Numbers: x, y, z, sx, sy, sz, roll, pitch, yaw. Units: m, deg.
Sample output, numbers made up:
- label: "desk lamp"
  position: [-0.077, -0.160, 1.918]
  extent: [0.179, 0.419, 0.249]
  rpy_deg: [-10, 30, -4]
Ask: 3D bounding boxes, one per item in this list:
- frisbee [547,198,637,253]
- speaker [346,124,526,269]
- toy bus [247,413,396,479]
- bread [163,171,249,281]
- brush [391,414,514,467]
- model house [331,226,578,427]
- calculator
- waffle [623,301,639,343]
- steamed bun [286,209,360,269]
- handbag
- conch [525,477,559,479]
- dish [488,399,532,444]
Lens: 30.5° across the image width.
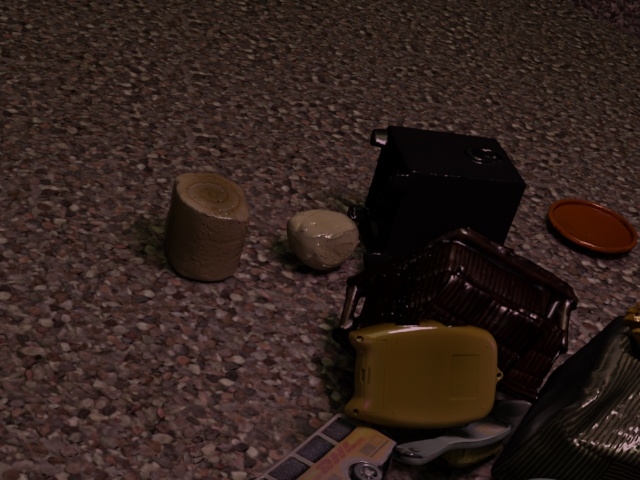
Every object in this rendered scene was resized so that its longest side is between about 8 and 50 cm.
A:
- label: "frisbee"
  position: [0.558, -0.023, 2.424]
  extent: [0.192, 0.035, 0.192]
  rpy_deg: [11, 31, -7]
- label: "speaker"
  position: [0.206, -0.066, 2.146]
  extent: [0.254, 0.232, 0.184]
  rpy_deg: [6, 32, -18]
- label: "toy bus"
  position: [-0.024, 0.347, 1.532]
  extent: [0.138, 0.097, 0.342]
  rpy_deg: [30, 34, 24]
- label: "bread"
  position: [-0.191, -0.025, 1.988]
  extent: [0.134, 0.141, 0.148]
  rpy_deg: [-5, 39, -29]
- label: "brush"
  position: [0.188, 0.304, 1.689]
  extent: [0.068, 0.060, 0.297]
  rpy_deg: [17, 11, 35]
- label: "model house"
  position: [0.203, 0.172, 1.807]
  extent: [0.317, 0.297, 0.282]
  rpy_deg: [32, 40, -17]
- label: "calculator"
  position: [0.152, 0.190, 1.659]
  extent: [0.236, 0.157, 0.033]
  rpy_deg: [1, 2, -17]
- label: "waffle"
  position: [0.546, 0.172, 1.710]
  extent: [0.228, 0.051, 0.231]
  rpy_deg: [3, 39, -52]
- label: "steamed bun"
  position: [0.000, 0.000, 2.084]
  extent: [0.130, 0.091, 0.112]
  rpy_deg: [-13, 38, -34]
- label: "handbag"
  position: [0.434, 0.286, 1.711]
  extent: [0.240, 0.247, 0.340]
  rpy_deg: [42, 36, 7]
- label: "conch"
  position: [0.282, 0.418, 1.535]
  extent: [0.185, 0.121, 0.221]
  rpy_deg: [36, 58, 25]
- label: "dish"
  position: [0.305, 0.274, 1.848]
  extent: [0.137, 0.039, 0.091]
  rpy_deg: [-4, 37, -30]
